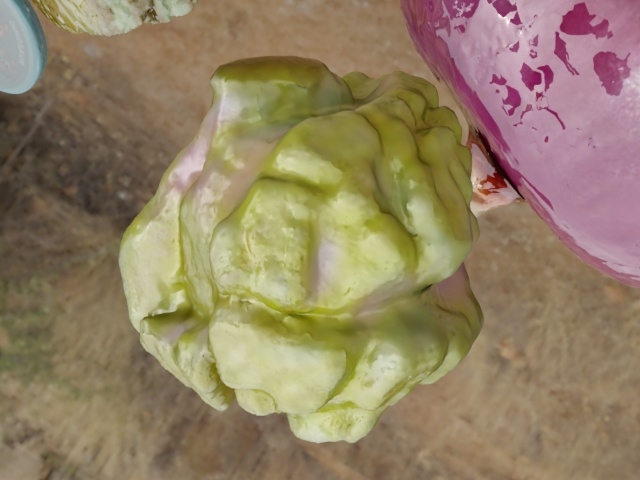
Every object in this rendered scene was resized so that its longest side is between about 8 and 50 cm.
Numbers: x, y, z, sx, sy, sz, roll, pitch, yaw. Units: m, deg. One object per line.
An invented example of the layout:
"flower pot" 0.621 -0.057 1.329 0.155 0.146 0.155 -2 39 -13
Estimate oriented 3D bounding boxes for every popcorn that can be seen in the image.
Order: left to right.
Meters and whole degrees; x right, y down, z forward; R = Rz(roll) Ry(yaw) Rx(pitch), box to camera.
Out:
"popcorn" 0.000 0.000 0.443 0.126 0.145 0.125 24 132 -1

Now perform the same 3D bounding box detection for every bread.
"bread" -0.160 -0.208 0.860 0.138 0.102 0.196 56 170 -28

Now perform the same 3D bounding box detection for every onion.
"onion" 0.187 -0.120 0.885 0.358 0.345 0.358 159 90 -80

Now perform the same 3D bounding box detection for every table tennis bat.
"table tennis bat" -0.321 -0.198 1.145 0.201 0.033 0.124 18 132 28
